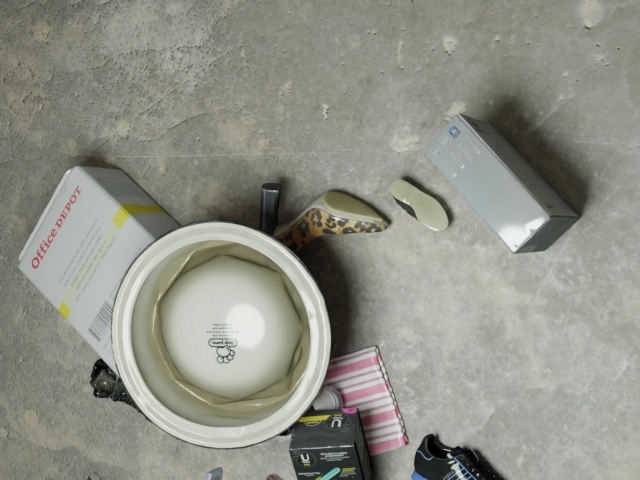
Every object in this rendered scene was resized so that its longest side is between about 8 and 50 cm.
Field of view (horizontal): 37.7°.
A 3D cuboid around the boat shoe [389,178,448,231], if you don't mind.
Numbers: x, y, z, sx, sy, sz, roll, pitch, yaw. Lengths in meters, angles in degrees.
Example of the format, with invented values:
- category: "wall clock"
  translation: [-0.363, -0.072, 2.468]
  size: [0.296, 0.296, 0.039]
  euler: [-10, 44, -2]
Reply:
- category: "boat shoe"
  translation: [0.183, -0.062, 1.710]
  size: [0.133, 0.042, 0.049]
  euler: [41, 88, 23]

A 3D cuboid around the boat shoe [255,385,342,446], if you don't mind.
- category: "boat shoe"
  translation: [-0.080, 0.348, 1.817]
  size: [0.267, 0.088, 0.096]
  euler: [-19, 81, 37]

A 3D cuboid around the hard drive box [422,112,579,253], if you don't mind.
- category: "hard drive box"
  translation: [0.303, -0.093, 1.562]
  size: [0.089, 0.181, 0.232]
  euler: [-47, 69, 21]

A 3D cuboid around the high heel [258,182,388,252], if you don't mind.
- category: "high heel"
  translation: [0.000, 0.000, 1.808]
  size: [0.261, 0.093, 0.186]
  euler: [14, 120, 16]

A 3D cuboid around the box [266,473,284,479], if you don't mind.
- category: "box"
  translation: [-0.061, 0.538, 1.856]
  size: [0.137, 0.027, 0.094]
  euler: [27, 105, 26]

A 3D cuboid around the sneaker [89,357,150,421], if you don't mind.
- category: "sneaker"
  translation: [-0.404, 0.327, 1.990]
  size: [0.227, 0.130, 0.087]
  euler: [41, 111, 20]

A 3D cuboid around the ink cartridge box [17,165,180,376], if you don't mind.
- category: "ink cartridge box"
  translation: [-0.418, 0.061, 1.975]
  size: [0.384, 0.160, 0.279]
  euler: [42, 108, 22]

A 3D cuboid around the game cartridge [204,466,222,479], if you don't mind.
- category: "game cartridge"
  translation: [-0.225, 0.514, 1.931]
  size: [0.017, 0.056, 0.083]
  euler: [9, 94, 21]

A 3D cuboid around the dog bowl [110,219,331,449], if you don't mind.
- category: "dog bowl"
  translation: [-0.166, 0.162, 1.714]
  size: [0.408, 0.150, 0.408]
  euler: [1, 94, 11]

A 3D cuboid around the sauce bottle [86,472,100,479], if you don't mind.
- category: "sauce bottle"
  translation: [-0.537, 0.580, 2.116]
  size: [0.042, 0.042, 0.128]
  euler: [40, 106, 23]

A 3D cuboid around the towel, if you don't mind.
- category: "towel"
  translation: [0.073, 0.311, 1.779]
  size: [0.144, 0.029, 0.197]
  euler: [-23, 79, 27]

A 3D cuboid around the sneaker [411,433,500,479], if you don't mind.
- category: "sneaker"
  translation: [0.266, 0.419, 1.642]
  size: [0.232, 0.081, 0.090]
  euler: [19, 106, 29]

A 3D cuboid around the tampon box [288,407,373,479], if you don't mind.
- category: "tampon box"
  translation: [0.022, 0.398, 1.703]
  size: [0.120, 0.101, 0.161]
  euler: [-6, 122, 12]
